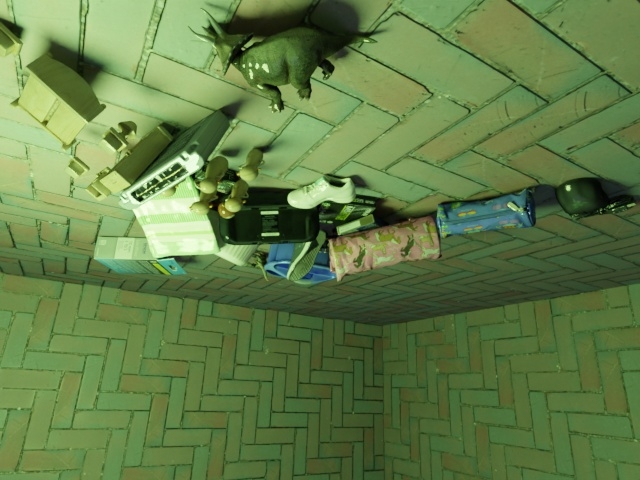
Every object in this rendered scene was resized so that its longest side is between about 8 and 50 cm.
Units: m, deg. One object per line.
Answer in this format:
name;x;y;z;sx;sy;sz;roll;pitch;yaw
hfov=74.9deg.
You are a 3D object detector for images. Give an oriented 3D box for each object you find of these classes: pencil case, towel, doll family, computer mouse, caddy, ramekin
pencil case;0.520;-0.082;1.325;0.305;0.120;0.133;-9;179;28
towel;-0.470;-0.089;1.286;0.247;0.038;0.325;-4;122;14
doll family;0.000;0.000;1.671;0.192;0.112;0.076;0;-162;-11
computer mouse;0.823;-0.112;1.281;0.272;0.072;0.188;18;156;-36
pencil case;0.215;0.028;1.440;0.385;0.160;0.167;-13;119;-1
caddy;-0.077;0.103;1.828;0.340;0.180;0.241;12;159;-25
ramekin;-0.348;-0.010;1.479;0.272;0.127;0.273;25;171;4

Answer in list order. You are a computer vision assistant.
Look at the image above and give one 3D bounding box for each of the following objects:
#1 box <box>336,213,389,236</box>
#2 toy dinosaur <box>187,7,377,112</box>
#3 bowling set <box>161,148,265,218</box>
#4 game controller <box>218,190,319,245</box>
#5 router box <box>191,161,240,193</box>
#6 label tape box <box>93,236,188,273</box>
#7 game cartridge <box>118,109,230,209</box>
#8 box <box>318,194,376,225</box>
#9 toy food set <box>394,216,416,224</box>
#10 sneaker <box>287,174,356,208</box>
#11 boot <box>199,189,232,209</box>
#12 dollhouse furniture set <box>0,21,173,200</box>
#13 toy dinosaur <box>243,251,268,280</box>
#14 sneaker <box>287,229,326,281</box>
box;0.166;-0.039;1.515;0.136;0.037;0.225;-20;163;23
toy dinosaur;-0.059;-0.318;0.745;0.313;0.121;0.160;2;174;13
bowling set;-0.268;-0.121;1.133;0.286;0.154;0.200;-9;127;11
game controller;-0.161;-0.072;1.329;0.318;0.167;0.067;-2;-179;-6
router box;-0.315;-0.188;1.251;0.122;0.038;0.092;17;155;-34
label tape box;-0.815;0.075;1.943;0.346;0.115;0.249;0;161;-1
game cartridge;-0.346;-0.194;0.997;0.294;0.196;0.060;-21;129;31
box;0.072;-0.104;1.433;0.183;0.045;0.191;8;160;-13
toy food set;0.326;-0.067;1.546;0.122;0.019;0.078;-1;161;33
sneaker;-0.001;-0.158;1.270;0.211;0.080;0.094;-7;147;7
boot;-0.318;-0.132;1.394;0.157;0.059;0.084;3;169;10
dollhouse furniture set;-0.553;-0.297;0.966;0.303;0.174;0.356;-11;131;44
toy dinosaur;-0.293;0.098;1.912;0.118;0.064;0.268;24;-166;-18
sneaker;-0.085;0.028;1.576;0.086;0.226;0.163;22;-167;-46
